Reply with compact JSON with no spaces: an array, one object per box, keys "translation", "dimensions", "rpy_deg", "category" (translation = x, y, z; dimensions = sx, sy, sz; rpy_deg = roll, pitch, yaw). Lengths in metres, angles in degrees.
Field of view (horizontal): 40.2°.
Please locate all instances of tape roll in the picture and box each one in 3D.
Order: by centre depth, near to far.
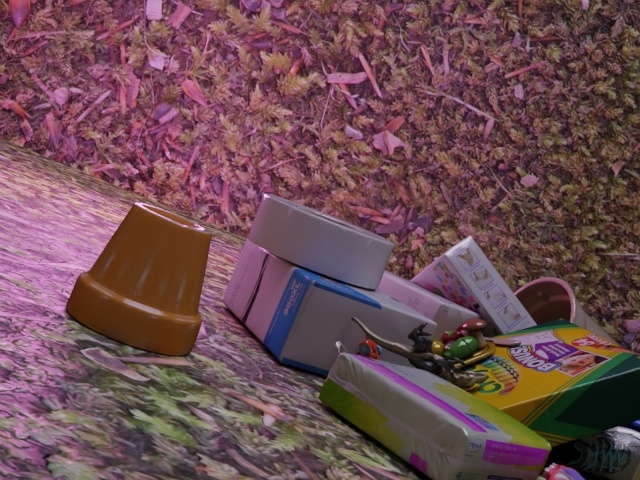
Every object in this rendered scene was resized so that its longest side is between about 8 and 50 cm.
[{"translation":[0.000,0.000,1.747],"dimensions":[0.286,0.100,0.286],"rpy_deg":[20,5,-2],"category":"tape roll"}]

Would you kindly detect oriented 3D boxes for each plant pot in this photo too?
[{"translation":[-0.262,0.050,1.353],"dimensions":[0.205,0.188,0.205],"rpy_deg":[22,4,-1],"category":"plant pot"},{"translation":[0.623,0.313,2.228],"dimensions":[0.305,0.334,0.334],"rpy_deg":[33,0,-19],"category":"plant pot"}]

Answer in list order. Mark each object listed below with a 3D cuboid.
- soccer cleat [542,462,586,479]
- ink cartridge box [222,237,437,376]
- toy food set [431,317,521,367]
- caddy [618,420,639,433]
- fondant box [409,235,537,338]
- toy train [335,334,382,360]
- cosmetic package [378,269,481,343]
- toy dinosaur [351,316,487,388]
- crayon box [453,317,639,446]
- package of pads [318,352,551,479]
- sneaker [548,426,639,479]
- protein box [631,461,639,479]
[{"translation":[0.348,0.369,1.231],"dimensions":[0.095,0.083,0.248],"rpy_deg":[28,3,20],"category":"soccer cleat"},{"translation":[0.003,0.144,1.757],"dimensions":[0.285,0.166,0.395],"rpy_deg":[20,3,-25],"category":"ink cartridge box"},{"translation":[0.273,0.196,1.732],"dimensions":[0.217,0.071,0.128],"rpy_deg":[-16,8,-28],"category":"toy food set"},{"translation":[0.684,0.413,1.827],"dimensions":[0.241,0.179,0.341],"rpy_deg":[25,4,24],"category":"caddy"},{"translation":[0.363,0.181,2.023],"dimensions":[0.330,0.096,0.238],"rpy_deg":[53,-26,7],"category":"fondant box"},{"translation":[0.060,0.223,1.512],"dimensions":[0.046,0.125,0.166],"rpy_deg":[-22,-15,26],"category":"toy train"},{"translation":[0.158,0.179,2.004],"dimensions":[0.155,0.197,0.365],"rpy_deg":[19,6,-42],"category":"cosmetic package"},{"translation":[0.182,0.197,1.517],"dimensions":[0.268,0.064,0.118],"rpy_deg":[29,-21,-7],"category":"toy dinosaur"},{"translation":[0.408,0.269,1.671],"dimensions":[0.313,0.106,0.363],"rpy_deg":[-13,10,-9],"category":"crayon box"},{"translation":[0.175,0.277,1.336],"dimensions":[0.229,0.101,0.296],"rpy_deg":[19,5,-41],"category":"package of pads"},{"translation":[0.504,0.401,1.639],"dimensions":[0.282,0.110,0.122],"rpy_deg":[13,8,10],"category":"sneaker"},{"translation":[0.556,0.383,1.263],"dimensions":[0.201,0.200,0.136],"rpy_deg":[24,4,27],"category":"protein box"}]
